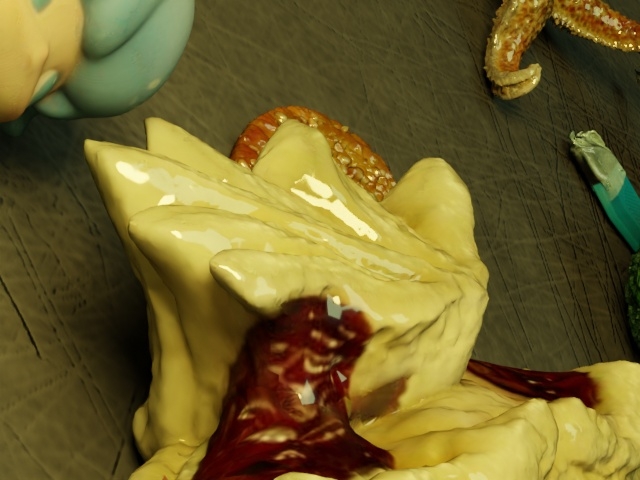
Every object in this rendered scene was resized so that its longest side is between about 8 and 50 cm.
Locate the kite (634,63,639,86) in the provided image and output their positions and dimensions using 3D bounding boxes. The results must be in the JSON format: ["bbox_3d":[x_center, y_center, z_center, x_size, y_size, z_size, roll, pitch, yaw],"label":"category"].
[{"bbox_3d":[0.354,-0.080,1.346,0.268,0.013,0.323,48,-17,41],"label":"kite"}]

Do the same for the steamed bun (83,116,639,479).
[{"bbox_3d":[0.013,0.063,0.714,0.247,0.189,0.428,26,17,26],"label":"steamed bun"}]

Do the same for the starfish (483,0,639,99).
[{"bbox_3d":[0.169,-0.238,1.272,0.303,0.113,0.312,42,34,-30],"label":"starfish"}]

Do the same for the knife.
[{"bbox_3d":[0.283,0.027,1.315,0.296,0.026,0.044,57,34,-14],"label":"knife"}]

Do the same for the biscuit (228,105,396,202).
[{"bbox_3d":[-0.006,-0.012,0.913,0.126,0.025,0.206,46,34,-25],"label":"biscuit"}]

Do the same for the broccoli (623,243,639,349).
[{"bbox_3d":[0.356,0.035,1.183,0.269,0.269,0.254,36,55,-37],"label":"broccoli"}]

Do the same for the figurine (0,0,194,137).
[{"bbox_3d":[-0.155,-0.094,0.643,0.263,0.143,0.162,-44,148,-41],"label":"figurine"}]
